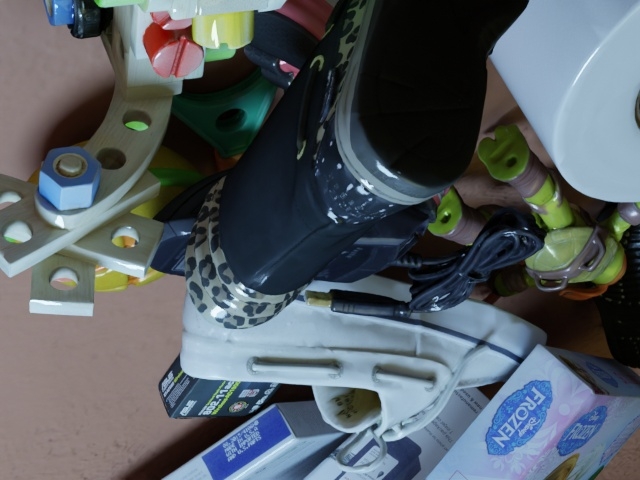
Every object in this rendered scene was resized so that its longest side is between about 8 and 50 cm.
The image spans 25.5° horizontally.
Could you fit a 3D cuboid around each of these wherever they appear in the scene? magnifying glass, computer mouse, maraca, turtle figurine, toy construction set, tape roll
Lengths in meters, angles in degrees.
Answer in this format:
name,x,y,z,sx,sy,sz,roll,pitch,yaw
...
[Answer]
name,x,y,z,sx,sy,sz,roll,pitch,yaw
magnifying glass,-0.062,-0.079,0.969,0.092,0.026,0.231,-19,148,-10
computer mouse,0.000,0.000,0.939,0.262,0.060,0.184,2,160,-17
maraca,-0.122,-0.018,0.948,0.186,0.099,0.127,-4,163,-43
turtle figurine,0.183,0.000,1.168,0.217,0.087,0.269,26,139,-38
toy construction set,-0.084,-0.117,0.725,0.151,0.215,0.327,-1,140,-32
tape roll,0.222,-0.165,0.904,0.246,0.169,0.246,-17,146,-12

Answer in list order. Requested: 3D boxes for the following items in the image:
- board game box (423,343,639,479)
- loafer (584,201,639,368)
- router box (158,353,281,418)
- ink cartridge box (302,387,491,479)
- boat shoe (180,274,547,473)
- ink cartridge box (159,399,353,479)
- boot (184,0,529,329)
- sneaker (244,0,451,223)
name,x,y,z,sx,sy,sz,roll,pitch,yaw
board game box,0.163,0.241,1.303,0.318,0.066,0.319,-52,158,10
loafer,0.292,0.030,1.326,0.080,0.078,0.220,3,140,17
router box,-0.070,0.102,1.205,0.092,0.038,0.122,3,138,-36
ink cartridge box,0.067,0.244,1.360,0.237,0.100,0.172,-41,157,-10
boat shoe,0.038,0.106,1.135,0.367,0.136,0.156,15,88,-44
ink cartridge box,-0.069,0.225,1.355,0.223,0.045,0.224,-36,161,16
boot,0.015,-0.074,0.728,0.085,0.236,0.178,33,136,-15
sneaker,0.053,-0.114,0.920,0.136,0.116,0.314,-56,160,-9
